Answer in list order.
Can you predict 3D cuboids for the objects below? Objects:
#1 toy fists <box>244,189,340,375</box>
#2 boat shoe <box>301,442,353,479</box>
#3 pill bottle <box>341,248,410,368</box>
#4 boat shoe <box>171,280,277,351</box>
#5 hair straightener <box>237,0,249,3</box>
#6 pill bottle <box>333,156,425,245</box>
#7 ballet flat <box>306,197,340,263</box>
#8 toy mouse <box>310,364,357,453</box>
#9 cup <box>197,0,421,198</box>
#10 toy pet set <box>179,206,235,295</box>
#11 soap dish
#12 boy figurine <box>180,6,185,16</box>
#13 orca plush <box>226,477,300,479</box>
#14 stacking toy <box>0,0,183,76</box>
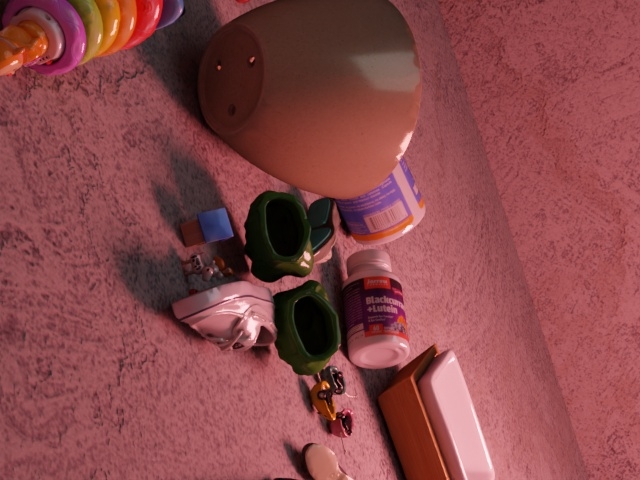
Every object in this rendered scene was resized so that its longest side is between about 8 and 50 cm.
[{"bbox_3d":[-0.044,0.061,1.937,0.142,0.096,0.279,-29,-103,68],"label":"toy fists"},{"bbox_3d":[0.006,0.342,1.975,0.043,0.049,0.137,30,-15,47],"label":"boat shoe"},{"bbox_3d":[0.093,0.117,2.302,0.108,0.108,0.193,45,33,-53],"label":"pill bottle"},{"bbox_3d":[-0.115,0.107,1.770,0.258,0.095,0.084,6,63,-68],"label":"boat shoe"},{"bbox_3d":[-0.179,-0.494,2.208,0.230,0.047,0.089,37,39,-52],"label":"hair straightener"},{"bbox_3d":[0.076,-0.139,2.413,0.272,0.152,0.152,63,21,-24],"label":"pill bottle"},{"bbox_3d":[0.000,0.000,2.210,0.213,0.072,0.068,-72,144,-60],"label":"ballet flat"},{"bbox_3d":[0.023,0.259,2.103,0.143,0.031,0.161,-8,81,-70],"label":"toy mouse"},{"bbox_3d":[-0.045,-0.235,2.003,0.237,0.331,0.331,3,68,-41],"label":"cup"},{"bbox_3d":[-0.141,0.017,1.821,0.122,0.065,0.114,-9,82,-71],"label":"toy pet set"},{"bbox_3d":[0.213,0.357,2.403,0.290,0.118,0.229,70,19,-5],"label":"soap dish"},{"bbox_3d":[-0.261,-0.452,1.866,0.177,0.092,0.285,29,45,-62],"label":"boy figurine"},{"bbox_3d":[-0.029,0.387,1.759,0.287,0.151,0.102,23,83,-69],"label":"orca plush"},{"bbox_3d":[-0.305,-0.259,1.529,0.165,0.175,0.302,66,32,-22],"label":"stacking toy"}]
